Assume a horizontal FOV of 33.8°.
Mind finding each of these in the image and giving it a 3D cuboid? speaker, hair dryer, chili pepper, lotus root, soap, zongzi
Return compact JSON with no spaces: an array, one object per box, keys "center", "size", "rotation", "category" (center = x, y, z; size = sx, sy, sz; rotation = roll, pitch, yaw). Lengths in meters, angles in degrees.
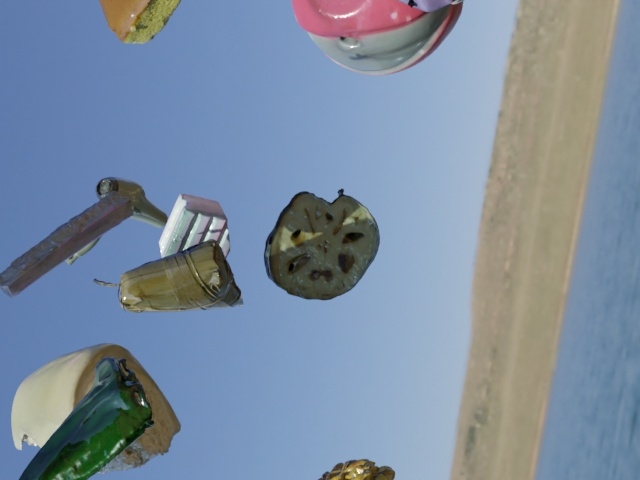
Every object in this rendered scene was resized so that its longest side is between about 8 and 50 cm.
[{"center":[0.097,-0.416,1.789],"size":[0.294,0.294,0.294],"rotation":[10,-90,-77],"category":"speaker"},{"center":[-0.434,-0.036,2.326],"size":[0.219,0.088,0.224],"rotation":[3,-57,-51],"category":"hair dryer"},{"center":[-0.266,0.228,1.162],"size":[0.062,0.108,0.216],"rotation":[46,-108,-33],"category":"chili pepper"},{"center":[-0.002,0.004,1.847],"size":[0.203,0.183,0.078],"rotation":[-54,12,4],"category":"lotus root"},{"center":[-0.196,0.010,1.638],"size":[0.149,0.100,0.056],"rotation":[-64,30,25],"category":"soap"},{"center":[-0.213,0.085,1.542],"size":[0.178,0.189,0.081],"rotation":[73,178,-62],"category":"zongzi"}]

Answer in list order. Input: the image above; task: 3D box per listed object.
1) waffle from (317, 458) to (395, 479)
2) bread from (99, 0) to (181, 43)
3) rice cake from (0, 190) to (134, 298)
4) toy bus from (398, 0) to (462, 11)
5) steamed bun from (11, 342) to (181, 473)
[{"center":[-0.016,0.318,1.156],"size":[0.229,0.051,0.231],"rotation":[-36,-4,-25],"category":"waffle"},{"center":[-0.314,-0.472,1.665],"size":[0.077,0.361,0.138],"rotation":[7,-43,-44],"category":"bread"},{"center":[-0.434,0.007,1.790],"size":[0.270,0.049,0.055],"rotation":[-37,-29,-23],"category":"rice cake"},{"center":[0.099,-0.456,1.390],"size":[0.249,0.209,0.440],"rotation":[59,174,-28],"category":"toy bus"},{"center":[-0.357,0.273,1.578],"size":[0.200,0.226,0.170],"rotation":[55,-137,-12],"category":"steamed bun"}]
